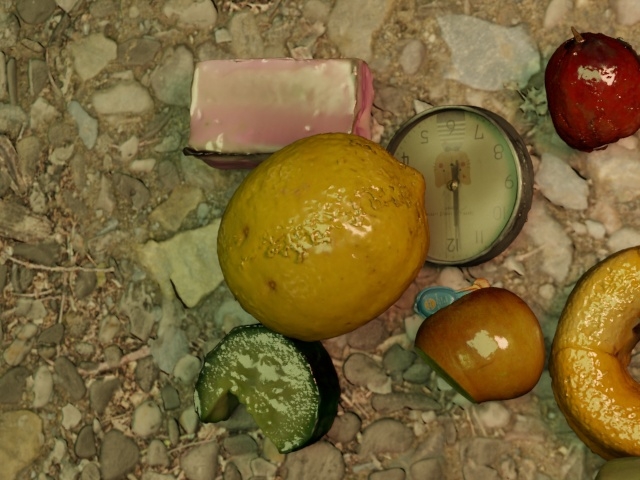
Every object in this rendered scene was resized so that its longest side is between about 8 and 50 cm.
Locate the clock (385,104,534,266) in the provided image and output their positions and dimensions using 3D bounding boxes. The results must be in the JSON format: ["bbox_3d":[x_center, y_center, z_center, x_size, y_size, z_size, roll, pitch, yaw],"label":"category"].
[{"bbox_3d":[0.178,-0.075,1.363,0.226,0.049,0.226,-1,89,34],"label":"clock"}]

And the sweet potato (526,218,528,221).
[{"bbox_3d":[0.219,-0.063,1.386,0.153,0.038,0.041,25,82,23],"label":"sweet potato"}]

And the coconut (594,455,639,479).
[{"bbox_3d":[0.422,0.380,1.114,0.328,0.281,0.328,4,101,20],"label":"coconut"}]

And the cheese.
[{"bbox_3d":[0.182,0.081,1.389,0.111,0.017,0.047,-15,81,17],"label":"cheese"}]

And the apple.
[{"bbox_3d":[0.210,0.143,1.303,0.163,0.146,0.147,-27,78,12],"label":"apple"}]

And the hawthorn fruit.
[{"bbox_3d":[0.355,-0.205,1.290,0.148,0.148,0.172,-29,112,13],"label":"hawthorn fruit"}]

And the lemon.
[{"bbox_3d":[0.000,0.000,1.303,0.310,0.258,0.258,-36,72,25],"label":"lemon"}]

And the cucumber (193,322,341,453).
[{"bbox_3d":[-0.066,0.200,1.409,0.191,0.130,0.191,0,89,17],"label":"cucumber"}]

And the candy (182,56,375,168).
[{"bbox_3d":[-0.058,-0.184,1.460,0.265,0.116,0.156,1,82,20],"label":"candy"}]

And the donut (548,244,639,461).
[{"bbox_3d":[0.423,0.144,1.246,0.303,0.110,0.303,-3,80,20],"label":"donut"}]
